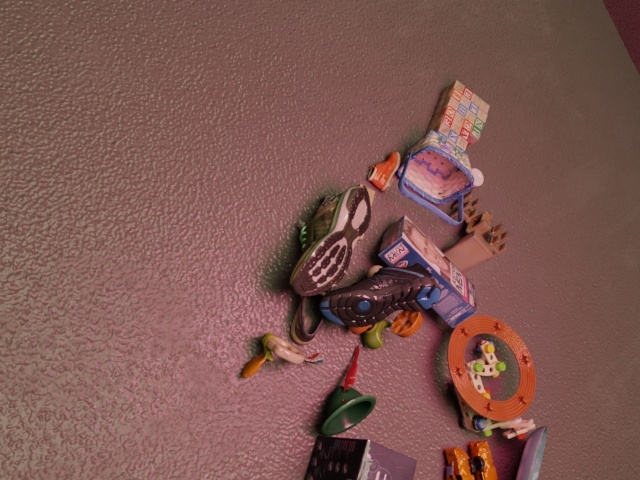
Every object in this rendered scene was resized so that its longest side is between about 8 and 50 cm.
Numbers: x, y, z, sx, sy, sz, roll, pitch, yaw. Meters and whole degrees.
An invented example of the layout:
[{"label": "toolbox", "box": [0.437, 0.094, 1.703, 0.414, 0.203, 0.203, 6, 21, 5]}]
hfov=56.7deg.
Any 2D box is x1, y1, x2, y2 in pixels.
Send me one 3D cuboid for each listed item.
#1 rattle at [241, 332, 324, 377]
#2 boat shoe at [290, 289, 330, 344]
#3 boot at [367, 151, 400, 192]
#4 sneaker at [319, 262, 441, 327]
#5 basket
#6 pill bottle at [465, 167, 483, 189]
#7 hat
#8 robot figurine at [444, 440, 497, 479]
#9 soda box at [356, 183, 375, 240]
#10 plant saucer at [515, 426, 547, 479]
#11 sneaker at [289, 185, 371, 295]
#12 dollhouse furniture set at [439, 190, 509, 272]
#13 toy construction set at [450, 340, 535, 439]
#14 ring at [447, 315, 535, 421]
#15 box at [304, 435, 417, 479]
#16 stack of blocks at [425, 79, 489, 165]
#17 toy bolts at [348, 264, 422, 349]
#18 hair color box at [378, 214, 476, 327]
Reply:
[{"label": "rattle", "box": [-0.096, 0.348, 1.650, 0.200, 0.130, 0.142, 35, 71, -46]}, {"label": "boat shoe", "box": [-0.011, 0.163, 1.731, 0.103, 0.092, 0.285, 25, 64, -18]}, {"label": "boot", "box": [0.214, -0.247, 1.995, 0.085, 0.059, 0.157, 30, 65, -13]}, {"label": "sneaker", "box": [0.163, 0.153, 1.696, 0.341, 0.124, 0.139, -8, 35, -5]}, {"label": "basket", "box": [0.380, -0.211, 1.989, 0.255, 0.201, 0.288, 30, 54, -20]}, {"label": "pill bottle", "box": [0.515, -0.207, 2.109, 0.067, 0.120, 0.066, 8, 72, -27]}, {"label": "hat", "box": [0.047, 0.433, 1.713, 0.209, 0.172, 0.183, 2, 40, -43]}, {"label": "robot figurine", "box": [0.479, 0.781, 1.832, 0.211, 0.085, 0.290, -1, 76, -29]}, {"label": "soda box", "box": [0.116, -0.085, 1.893, 0.061, 0.058, 0.181, 26, 64, -20]}, {"label": "plant saucer", "box": [0.657, 0.738, 1.875, 0.318, 0.044, 0.317, -33, 129, -52]}, {"label": "sneaker", "box": [0.000, 0.000, 1.749, 0.410, 0.182, 0.158, -55, 135, -35]}, {"label": "dollhouse furniture set", "box": [0.518, -0.008, 2.073, 0.212, 0.161, 0.242, 46, 38, -10]}, {"label": "toy construction set", "box": [0.541, 0.500, 1.919, 0.215, 0.151, 0.327, -16, 73, -32]}, {"label": "ring", "box": [0.546, 0.394, 1.863, 0.337, 0.032, 0.336, 11, 61, -20]}, {"label": "box", "box": [0.099, 0.612, 1.561, 0.165, 0.270, 0.143, 28, 64, -19]}, {"label": "stack of blocks", "box": [0.498, -0.417, 2.179, 0.171, 0.087, 0.297, 32, 63, -18]}, {"label": "toy bolts", "box": [0.192, 0.180, 1.779, 0.158, 0.218, 0.228, 46, 49, -20]}, {"label": "hair color box", "box": [0.346, 0.098, 1.899, 0.347, 0.105, 0.174, 44, 25, -11]}]
